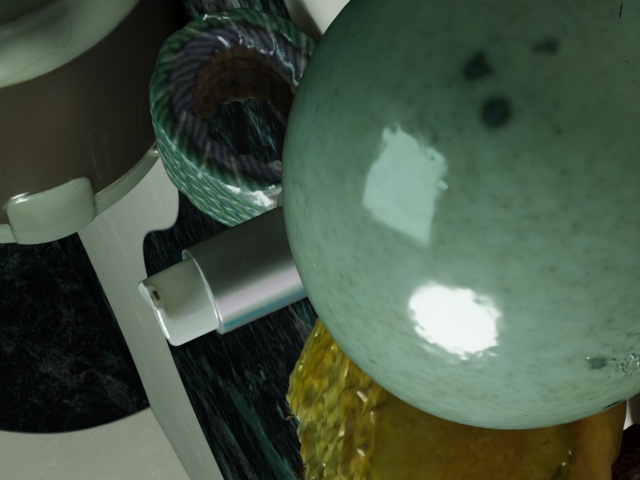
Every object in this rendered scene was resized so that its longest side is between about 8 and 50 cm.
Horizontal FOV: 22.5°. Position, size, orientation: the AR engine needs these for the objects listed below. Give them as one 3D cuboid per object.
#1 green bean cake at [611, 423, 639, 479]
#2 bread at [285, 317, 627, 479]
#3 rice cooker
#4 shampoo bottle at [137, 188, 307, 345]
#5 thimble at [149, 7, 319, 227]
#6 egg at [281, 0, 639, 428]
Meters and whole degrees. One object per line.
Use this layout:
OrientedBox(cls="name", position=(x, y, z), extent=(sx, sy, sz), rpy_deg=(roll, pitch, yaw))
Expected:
OrientedBox(cls="green bean cake", position=(0.173, 0.159, 0.753), extent=(0.135, 0.056, 0.135), rpy_deg=(66, 165, -5))
OrientedBox(cls="bread", position=(0.061, 0.079, 0.740), extent=(0.229, 0.143, 0.139), rpy_deg=(-106, 30, -65))
OrientedBox(cls="rice cooker", position=(-0.273, -0.182, 1.279), extent=(0.335, 0.335, 0.325), rpy_deg=(59, 166, 23))
OrientedBox(cls="shampoo bottle", position=(0.000, 0.000, 0.831), extent=(0.074, 0.192, 0.074), rpy_deg=(58, 166, 24))
OrientedBox(cls="thimble", position=(-0.045, -0.076, 1.033), extent=(0.135, 0.118, 0.090), rpy_deg=(45, 166, 14))
OrientedBox(cls="egg", position=(0.070, -0.020, 0.575), extent=(0.169, 0.169, 0.236), rpy_deg=(60, 164, 19))
